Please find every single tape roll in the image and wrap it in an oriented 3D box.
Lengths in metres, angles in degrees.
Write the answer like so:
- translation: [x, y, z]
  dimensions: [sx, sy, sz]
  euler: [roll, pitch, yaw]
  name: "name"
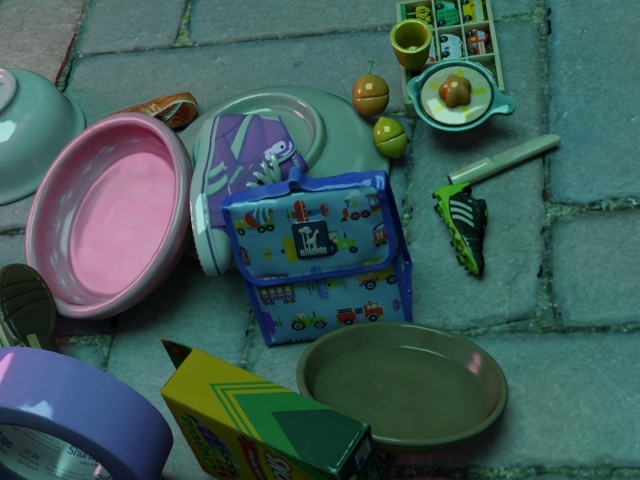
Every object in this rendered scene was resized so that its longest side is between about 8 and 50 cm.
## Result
- translation: [-0.333, 0.251, 1.525]
  dimensions: [0.275, 0.275, 0.090]
  euler: [7, 53, 20]
  name: "tape roll"

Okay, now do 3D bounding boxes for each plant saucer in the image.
- translation: [-0.091, -0.132, 1.903]
  dimensions: [0.400, 0.100, 0.400]
  euler: [-8, 49, 9]
  name: "plant saucer"
- translation: [0.106, 0.193, 1.550]
  dimensions: [0.278, 0.041, 0.278]
  euler: [3, 28, -2]
  name: "plant saucer"
- translation: [-0.313, -0.031, 1.819]
  dimensions: [0.332, 0.084, 0.332]
  euler: [-15, 63, 32]
  name: "plant saucer"

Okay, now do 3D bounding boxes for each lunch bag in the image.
- translation: [0.000, 0.000, 1.637]
  dimensions: [0.221, 0.293, 0.138]
  euler: [-7, 49, 9]
  name: "lunch bag"

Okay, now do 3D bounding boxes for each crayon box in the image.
- translation: [-0.073, 0.255, 1.504]
  dimensions: [0.318, 0.202, 0.081]
  euler: [20, 58, 29]
  name: "crayon box"

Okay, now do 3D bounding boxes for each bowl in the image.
- translation: [-0.576, -0.209, 2.075]
  dimensions: [0.298, 0.134, 0.298]
  euler: [-7, 50, 9]
  name: "bowl"

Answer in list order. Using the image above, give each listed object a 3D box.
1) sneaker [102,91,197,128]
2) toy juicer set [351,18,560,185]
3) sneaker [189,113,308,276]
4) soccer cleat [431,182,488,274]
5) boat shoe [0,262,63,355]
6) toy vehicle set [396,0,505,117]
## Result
- translation: [-0.299, -0.214, 2.065]
  dimensions: [0.175, 0.064, 0.067]
  euler: [-13, 28, -3]
  name: "sneaker"
- translation: [0.188, -0.200, 1.860]
  dimensions: [0.209, 0.089, 0.329]
  euler: [-43, 66, -14]
  name: "toy juicer set"
- translation: [-0.102, -0.078, 1.738]
  dimensions: [0.161, 0.102, 0.282]
  euler: [-3, 58, 9]
  name: "sneaker"
- translation: [0.221, -0.024, 1.756]
  dimensions: [0.072, 0.060, 0.179]
  euler: [-17, 46, -1]
  name: "soccer cleat"
- translation: [-0.434, 0.156, 1.740]
  dimensions: [0.095, 0.095, 0.257]
  euler: [0, 51, -31]
  name: "boat shoe"
- translation: [0.219, -0.324, 2.024]
  dimensions: [0.166, 0.035, 0.267]
  euler: [-8, 49, 8]
  name: "toy vehicle set"
